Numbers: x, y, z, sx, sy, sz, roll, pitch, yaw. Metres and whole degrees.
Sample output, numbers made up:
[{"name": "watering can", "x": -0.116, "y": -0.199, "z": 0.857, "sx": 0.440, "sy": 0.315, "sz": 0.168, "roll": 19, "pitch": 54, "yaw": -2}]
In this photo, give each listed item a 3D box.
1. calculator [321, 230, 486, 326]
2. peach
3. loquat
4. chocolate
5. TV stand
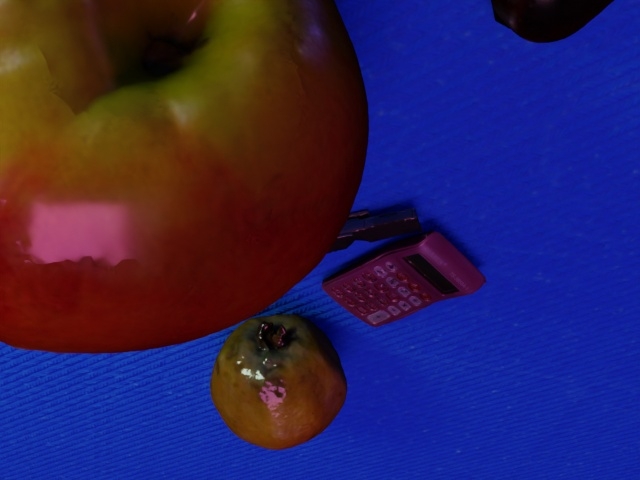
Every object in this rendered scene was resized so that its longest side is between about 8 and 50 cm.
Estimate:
[{"name": "calculator", "x": 0.105, "y": 0.052, "z": 0.935, "sx": 0.190, "sy": 0.034, "sz": 0.126, "roll": -26, "pitch": 131, "yaw": 34}, {"name": "peach", "x": -0.154, "y": -0.083, "z": 0.574, "sx": 0.388, "sy": 0.388, "sz": 0.388, "roll": 1, "pitch": 136, "yaw": 1}, {"name": "loquat", "x": -0.061, "y": 0.198, "z": 1.001, "sx": 0.187, "sy": 0.176, "sz": 0.234, "roll": -10, "pitch": 141, "yaw": -12}, {"name": "chocolate", "x": 0.210, "y": -0.226, "z": 0.605, "sx": 0.125, "sy": 0.080, "sz": 0.149, "roll": 6, "pitch": 135, "yaw": -3}, {"name": "TV stand", "x": 0.000, "y": 0.000, "z": 0.877, "sx": 0.249, "sy": 0.042, "sz": 0.036, "roll": -12, "pitch": 132, "yaw": 14}]
